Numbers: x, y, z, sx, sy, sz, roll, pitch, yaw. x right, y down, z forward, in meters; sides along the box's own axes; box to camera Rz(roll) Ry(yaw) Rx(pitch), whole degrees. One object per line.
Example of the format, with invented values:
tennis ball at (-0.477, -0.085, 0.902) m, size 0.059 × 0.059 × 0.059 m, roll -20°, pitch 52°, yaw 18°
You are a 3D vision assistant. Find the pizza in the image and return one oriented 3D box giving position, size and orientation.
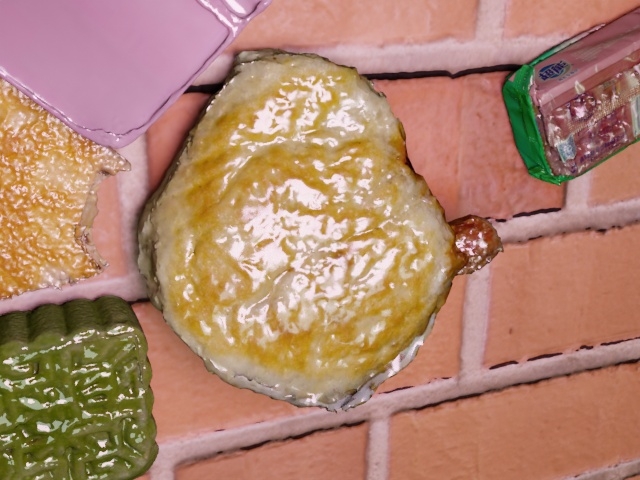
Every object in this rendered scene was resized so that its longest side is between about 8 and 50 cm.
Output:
pizza at (-0.336, -0.055, 0.930) m, size 0.223 × 0.089 × 0.323 m, roll 11°, pitch 109°, yaw -20°

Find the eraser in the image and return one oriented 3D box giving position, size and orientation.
eraser at (-0.249, -0.285, 0.787) m, size 0.272 × 0.122 × 0.359 m, roll -41°, pitch 115°, yaw 18°

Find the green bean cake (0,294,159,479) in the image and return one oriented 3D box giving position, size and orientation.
green bean cake at (-0.319, 0.204, 1.027) m, size 0.222 × 0.125 × 0.248 m, roll -12°, pitch 116°, yaw -19°

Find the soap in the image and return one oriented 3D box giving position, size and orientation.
soap at (0.405, -0.204, 1.176) m, size 0.273 × 0.098 × 0.217 m, roll -29°, pitch 120°, yaw -9°

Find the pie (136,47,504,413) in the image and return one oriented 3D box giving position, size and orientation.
pie at (-0.024, -0.005, 1.043) m, size 0.418 × 0.180 × 0.395 m, roll 42°, pitch 85°, yaw -19°
